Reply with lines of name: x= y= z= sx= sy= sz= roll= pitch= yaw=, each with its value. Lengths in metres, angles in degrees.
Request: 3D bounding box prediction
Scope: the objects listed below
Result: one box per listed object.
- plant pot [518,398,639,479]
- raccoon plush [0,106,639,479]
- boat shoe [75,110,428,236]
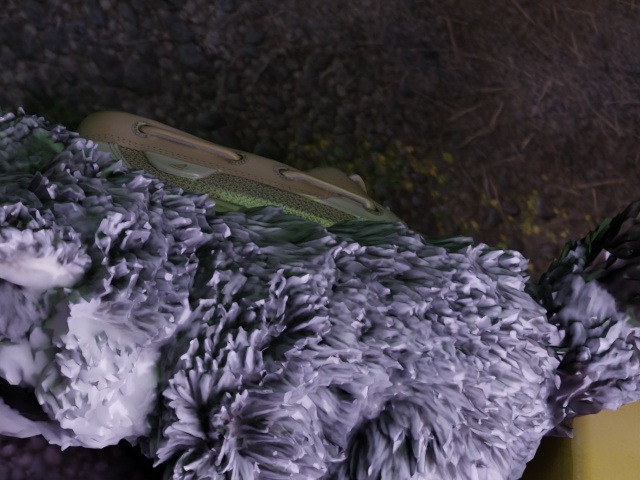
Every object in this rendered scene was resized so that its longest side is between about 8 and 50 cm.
plant pot: x=0.178 y=0.199 z=0.880 sx=0.212 sy=0.212 sz=0.187 roll=22 pitch=38 yaw=-14
raccoon plush: x=0.008 y=-0.007 z=0.806 sx=0.446 sy=0.216 sz=0.299 roll=-36 pitch=109 yaw=-10
boat shoe: x=0.000 y=0.000 z=0.961 sx=0.341 sy=0.121 sz=0.110 roll=18 pitch=53 yaw=-15
